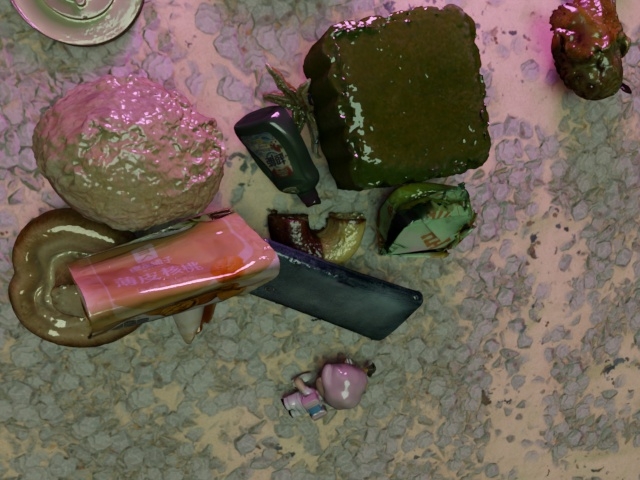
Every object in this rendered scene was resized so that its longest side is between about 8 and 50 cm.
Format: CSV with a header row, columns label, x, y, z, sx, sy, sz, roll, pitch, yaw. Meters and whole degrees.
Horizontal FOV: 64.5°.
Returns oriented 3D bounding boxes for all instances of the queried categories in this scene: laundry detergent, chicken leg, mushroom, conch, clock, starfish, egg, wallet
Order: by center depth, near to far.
label,x,y,z,sx,sy,sz,roll,pitch,yaw
egg,-0.326,-0.147,0.885,0.311,0.279,0.278,-4,104,-20
clock,-0.435,-0.467,0.901,0.235,0.029,0.234,-3,104,-13
mushroom,-0.452,0.076,0.961,0.279,0.146,0.278,-5,111,-12
starfish,-0.059,-0.257,0.979,0.053,0.176,0.208,-42,147,-22
laundry detergent,-0.072,-0.155,1.014,0.078,0.144,0.221,-54,127,-32
conch,-0.261,0.135,1.053,0.094,0.104,0.176,-5,110,17
wallet,0.018,0.114,1.088,0.379,0.046,0.190,20,137,-18
chicken leg,0.576,-0.485,1.095,0.212,0.140,0.360,-7,95,-33

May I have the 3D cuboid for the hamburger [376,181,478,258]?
label,x,y,z,sx,sy,sz,roll,pitch,yaw
hamburger,0.234,-0.056,1.081,0.214,0.125,0.235,-9,142,-14

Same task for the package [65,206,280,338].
label,x,y,z,sx,sy,sz,roll,pitch,yaw
package,-0.262,0.044,0.887,0.312,0.221,0.164,-16,82,-28

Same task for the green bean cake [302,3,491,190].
label,x,y,z,sx,sy,sz,roll,pitch,yaw
green bean cake,0.151,-0.271,1.007,0.336,0.218,0.318,-11,98,-17

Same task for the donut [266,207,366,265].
label,x,y,z,sx,sy,sz,roll,pitch,yaw
donut,0.002,0.000,1.088,0.217,0.085,0.141,-5,104,-14

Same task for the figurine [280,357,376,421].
label,x,y,z,sx,sy,sz,roll,pitch,yaw
figurine,0.023,0.342,1.165,0.229,0.112,0.137,-25,113,3
